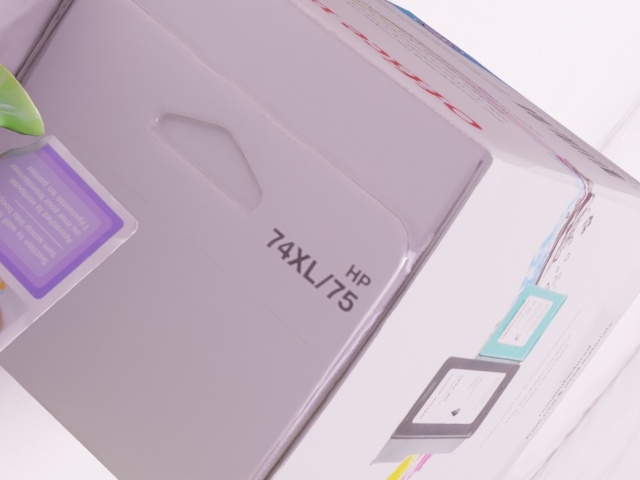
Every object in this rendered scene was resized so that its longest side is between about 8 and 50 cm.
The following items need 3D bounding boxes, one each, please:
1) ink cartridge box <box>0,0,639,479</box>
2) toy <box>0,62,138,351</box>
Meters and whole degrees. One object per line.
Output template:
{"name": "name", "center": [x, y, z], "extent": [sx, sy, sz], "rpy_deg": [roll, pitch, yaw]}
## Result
{"name": "ink cartridge box", "center": [0.000, 0.000, 0.839], "extent": [0.197, 0.198, 0.270], "rpy_deg": [-55, 155, 11]}
{"name": "toy", "center": [-0.187, 0.016, 0.592], "extent": [0.237, 0.137, 0.056], "rpy_deg": [-42, 175, -23]}
